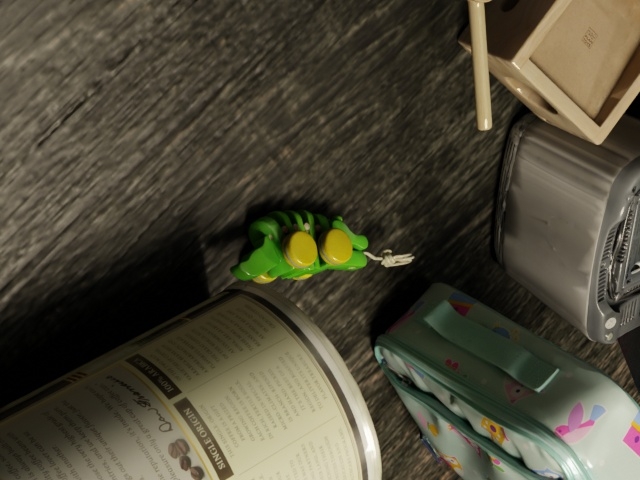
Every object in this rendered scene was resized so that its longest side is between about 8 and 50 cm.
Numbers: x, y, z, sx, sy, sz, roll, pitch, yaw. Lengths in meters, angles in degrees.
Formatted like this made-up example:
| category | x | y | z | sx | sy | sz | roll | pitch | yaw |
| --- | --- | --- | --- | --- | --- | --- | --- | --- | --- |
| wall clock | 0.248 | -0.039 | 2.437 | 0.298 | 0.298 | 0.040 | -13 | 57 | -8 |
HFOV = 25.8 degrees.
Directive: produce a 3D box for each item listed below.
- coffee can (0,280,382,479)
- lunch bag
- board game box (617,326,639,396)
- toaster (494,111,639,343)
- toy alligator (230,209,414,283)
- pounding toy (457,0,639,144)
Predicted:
| category | x | y | z | sx | sy | sz | roll | pitch | yaw |
| --- | --- | --- | --- | --- | --- | --- | --- | --- | --- |
| coffee can | -0.124 | 0.175 | 0.982 | 0.275 | 0.201 | 0.202 | -28 | 131 | -30 |
| lunch bag | 0.172 | 0.159 | 1.211 | 0.108 | 0.279 | 0.224 | -46 | 127 | -13 |
| board game box | 0.371 | 0.007 | 1.310 | 0.065 | 0.318 | 0.319 | 13 | 110 | -3 |
| toaster | 0.245 | -0.031 | 1.257 | 0.129 | 0.146 | 0.227 | -24 | 130 | -34 |
| toy alligator | 0.000 | 0.000 | 1.113 | 0.189 | 0.056 | 0.051 | -4 | 77 | -43 |
| pounding toy | 0.164 | -0.171 | 1.137 | 0.206 | 0.094 | 0.181 | 36 | 90 | -34 |
